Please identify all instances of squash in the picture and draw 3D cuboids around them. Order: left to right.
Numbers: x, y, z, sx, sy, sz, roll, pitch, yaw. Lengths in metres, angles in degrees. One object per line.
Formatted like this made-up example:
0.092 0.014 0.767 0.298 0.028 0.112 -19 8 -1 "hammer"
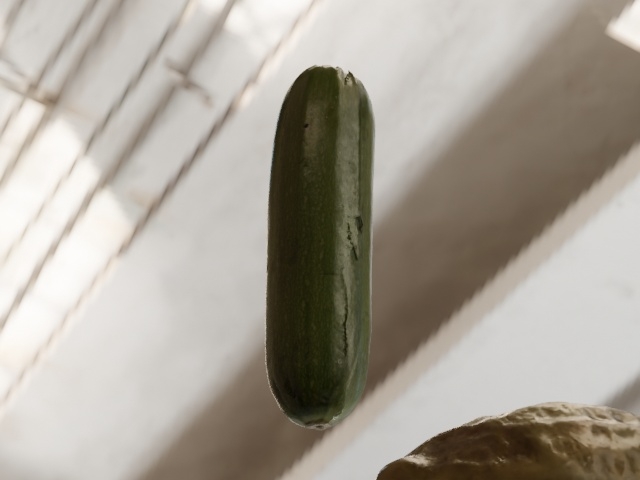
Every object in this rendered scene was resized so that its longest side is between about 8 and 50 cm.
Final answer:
0.000 0.000 1.181 0.069 0.069 0.239 -29 -125 58 "squash"

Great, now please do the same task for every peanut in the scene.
0.135 0.138 0.903 0.120 0.236 0.110 120 -29 -55 "peanut"
